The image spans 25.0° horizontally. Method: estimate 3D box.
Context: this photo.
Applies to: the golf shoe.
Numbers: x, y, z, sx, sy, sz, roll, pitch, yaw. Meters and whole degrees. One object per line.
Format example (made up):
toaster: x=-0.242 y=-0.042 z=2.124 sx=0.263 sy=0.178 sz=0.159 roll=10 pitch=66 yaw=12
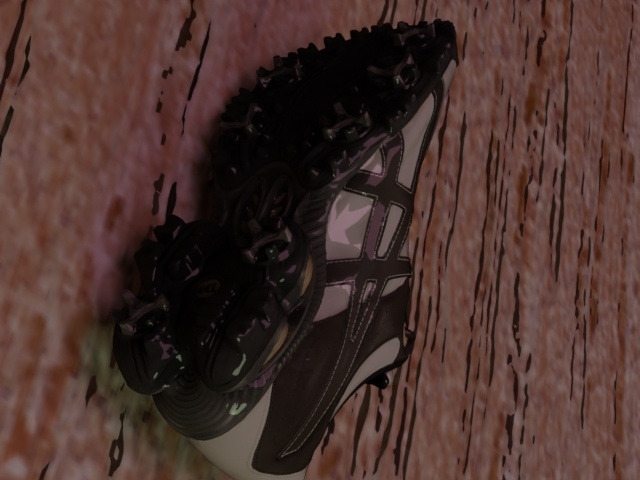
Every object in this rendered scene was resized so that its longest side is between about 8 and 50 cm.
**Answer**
golf shoe: x=0.000 y=0.000 z=0.509 sx=0.198 sy=0.077 sz=0.094 roll=-56 pitch=135 yaw=-36
